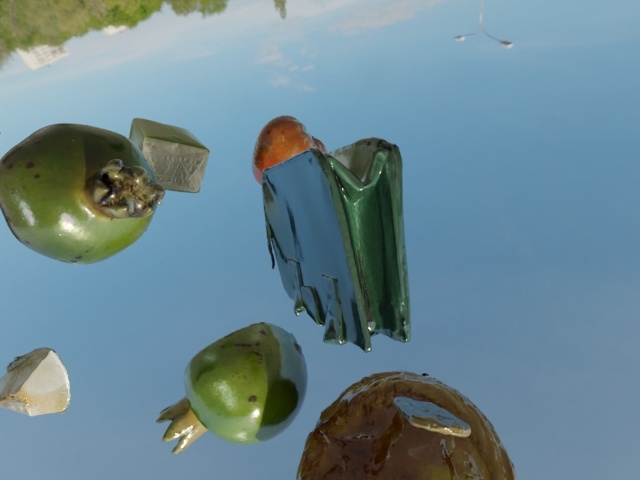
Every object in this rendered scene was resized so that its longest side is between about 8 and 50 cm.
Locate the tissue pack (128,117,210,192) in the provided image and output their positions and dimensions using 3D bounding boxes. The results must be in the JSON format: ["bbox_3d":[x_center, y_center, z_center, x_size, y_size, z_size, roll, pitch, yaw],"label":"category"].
[{"bbox_3d":[-0.509,-0.284,1.355,0.200,0.168,0.274,7,-157,-34],"label":"tissue pack"}]

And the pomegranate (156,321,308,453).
[{"bbox_3d":[-0.179,0.361,0.922,0.358,0.310,0.216,-36,-115,-9],"label":"pomegranate"}]

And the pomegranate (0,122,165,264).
[{"bbox_3d":[-0.176,-0.035,0.316,0.142,0.115,0.115,5,-136,41],"label":"pomegranate"}]

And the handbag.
[{"bbox_3d":[-0.001,-0.001,0.564,0.089,0.239,0.326,-11,-173,-20],"label":"handbag"}]

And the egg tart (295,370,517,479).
[{"bbox_3d":[0.143,0.465,0.752,0.442,0.178,0.444,-25,-138,25],"label":"egg tart"}]

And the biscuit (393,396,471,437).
[{"bbox_3d":[0.129,0.208,0.492,0.071,0.147,0.019,12,-100,2],"label":"biscuit"}]

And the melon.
[{"bbox_3d":[-0.548,0.293,0.782,0.202,0.140,0.093,-30,-155,21],"label":"melon"}]

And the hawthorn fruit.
[{"bbox_3d":[-0.109,-0.293,1.471,0.283,0.285,0.285,-12,-140,10],"label":"hawthorn fruit"}]
